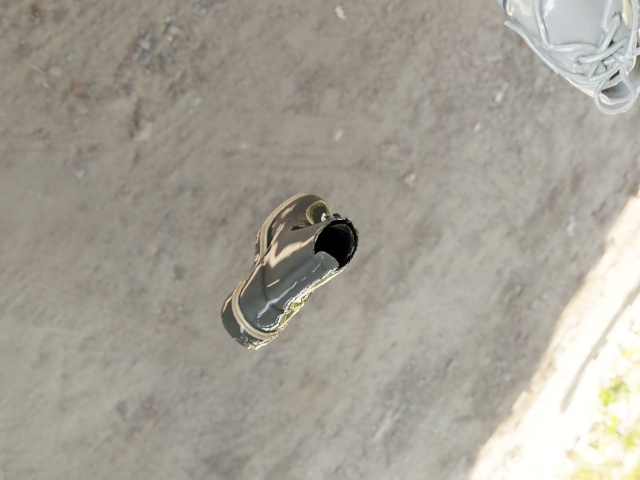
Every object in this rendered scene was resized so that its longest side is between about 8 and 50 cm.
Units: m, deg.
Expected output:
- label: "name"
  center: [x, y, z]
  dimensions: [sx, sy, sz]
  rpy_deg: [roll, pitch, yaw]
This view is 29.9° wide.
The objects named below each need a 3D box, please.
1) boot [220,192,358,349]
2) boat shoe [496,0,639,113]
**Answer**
- label: "boot"
  center: [0.000, 0.000, 1.069]
  dimensions: [0.137, 0.077, 0.198]
  rpy_deg: [-41, -162, 38]
- label: "boat shoe"
  center: [0.272, -0.204, 1.190]
  dimensions: [0.135, 0.156, 0.367]
  rpy_deg: [-35, 161, 11]
